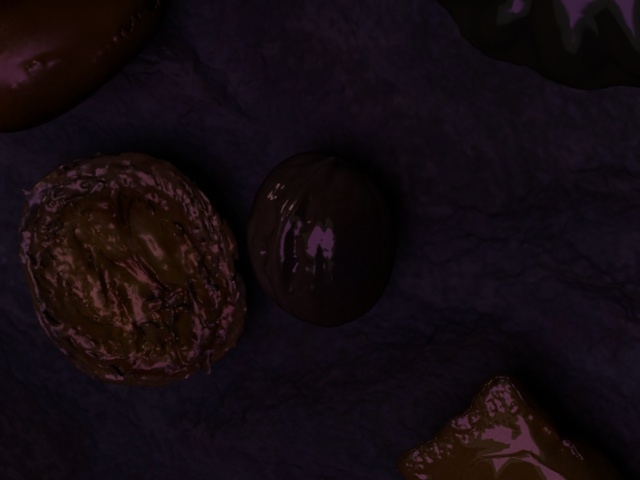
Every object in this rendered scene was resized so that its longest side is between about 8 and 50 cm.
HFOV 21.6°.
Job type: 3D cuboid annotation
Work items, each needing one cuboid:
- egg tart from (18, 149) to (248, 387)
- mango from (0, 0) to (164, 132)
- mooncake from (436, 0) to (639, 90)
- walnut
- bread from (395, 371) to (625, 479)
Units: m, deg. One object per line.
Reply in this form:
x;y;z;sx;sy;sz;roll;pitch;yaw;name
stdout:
-0.180;0.023;1.634;0.232;0.098;0.252;-42;94;21;egg tart
-0.256;-0.187;1.559;0.236;0.166;0.136;-29;141;7;mango
0.236;-0.293;1.305;0.356;0.194;0.357;7;112;19;mooncake
0.001;0.000;1.533;0.140;0.140;0.162;16;104;15;walnut
0.200;0.234;1.568;0.233;0.088;0.160;47;123;-3;bread
